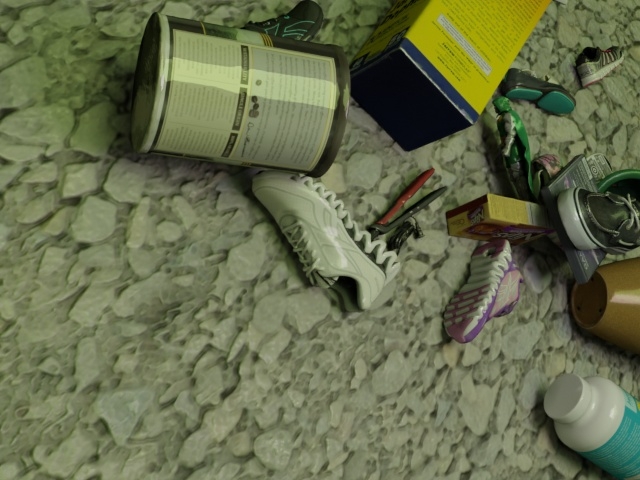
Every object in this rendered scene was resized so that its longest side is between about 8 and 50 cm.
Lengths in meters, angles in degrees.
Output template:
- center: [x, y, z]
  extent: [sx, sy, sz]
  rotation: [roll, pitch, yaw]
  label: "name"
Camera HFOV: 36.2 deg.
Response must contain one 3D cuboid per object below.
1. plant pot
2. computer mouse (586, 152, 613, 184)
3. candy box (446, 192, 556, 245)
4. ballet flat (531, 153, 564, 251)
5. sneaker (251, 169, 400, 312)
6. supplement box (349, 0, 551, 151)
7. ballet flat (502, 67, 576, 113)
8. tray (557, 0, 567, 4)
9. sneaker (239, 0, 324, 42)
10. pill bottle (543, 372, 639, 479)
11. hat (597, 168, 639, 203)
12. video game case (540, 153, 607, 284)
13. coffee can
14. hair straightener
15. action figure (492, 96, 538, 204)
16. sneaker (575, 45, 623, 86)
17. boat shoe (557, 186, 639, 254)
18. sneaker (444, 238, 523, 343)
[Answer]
- center: [0.638, 0.126, 1.948]
  extent: [0.254, 0.237, 0.237]
  rotation: [8, 68, -22]
  label: "plant pot"
- center: [0.552, -0.130, 2.085]
  extent: [0.193, 0.042, 0.106]
  rotation: [-22, 83, -36]
  label: "computer mouse"
- center: [0.340, -0.036, 1.831]
  extent: [0.187, 0.109, 0.053]
  rotation: [10, 67, -37]
  label: "candy box"
- center: [0.467, -0.066, 1.972]
  extent: [0.079, 0.077, 0.221]
  rotation: [-9, 82, -22]
  label: "ballet flat"
- center: [0.000, 0.000, 1.554]
  extent: [0.292, 0.110, 0.118]
  rotation: [41, 61, -19]
  label: "sneaker"
- center: [0.231, -0.368, 1.781]
  extent: [0.195, 0.194, 0.356]
  rotation: [43, 61, -17]
  label: "supplement box"
- center: [0.464, -0.323, 2.071]
  extent: [0.203, 0.074, 0.074]
  rotation: [9, 67, -34]
  label: "ballet flat"
- center: [0.473, -0.639, 2.227]
  extent: [0.270, 0.030, 0.145]
  rotation: [9, 68, -36]
  label: "tray"
- center: [-0.082, -0.330, 1.614]
  extent: [0.106, 0.101, 0.267]
  rotation: [43, 51, -15]
  label: "sneaker"
- center: [0.535, 0.346, 1.811]
  extent: [0.264, 0.146, 0.146]
  rotation: [34, 55, -25]
  label: "pill bottle"
- center: [0.654, -0.092, 2.157]
  extent: [0.209, 0.183, 0.172]
  rotation: [4, 106, -8]
  label: "hat"
- center: [0.512, -0.049, 1.925]
  extent: [0.274, 0.026, 0.196]
  rotation: [-33, 102, -56]
  label: "video game case"
- center: [-0.120, -0.208, 1.424]
  extent: [0.275, 0.201, 0.201]
  rotation: [6, 68, -21]
  label: "coffee can"
- center: [0.158, -0.035, 1.725]
  extent: [0.089, 0.047, 0.230]
  rotation: [53, 49, -10]
  label: "hair straightener"
- center: [0.377, -0.170, 1.916]
  extent: [0.064, 0.137, 0.232]
  rotation: [-11, 82, -2]
  label: "action figure"
- center: [0.639, -0.420, 2.250]
  extent: [0.170, 0.063, 0.074]
  rotation: [-39, 105, -36]
  label: "sneaker"
- center: [0.552, -0.046, 1.847]
  extent: [0.335, 0.119, 0.121]
  rotation: [8, 67, -55]
  label: "boat shoe"
- center: [0.306, 0.106, 1.764]
  extent: [0.104, 0.095, 0.236]
  rotation: [52, 48, -21]
  label: "sneaker"
